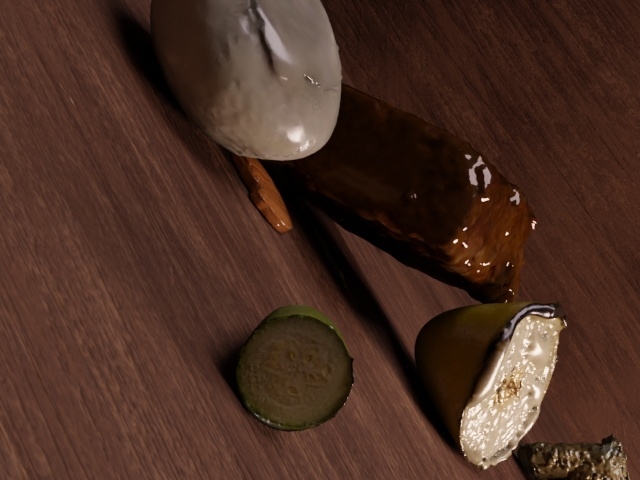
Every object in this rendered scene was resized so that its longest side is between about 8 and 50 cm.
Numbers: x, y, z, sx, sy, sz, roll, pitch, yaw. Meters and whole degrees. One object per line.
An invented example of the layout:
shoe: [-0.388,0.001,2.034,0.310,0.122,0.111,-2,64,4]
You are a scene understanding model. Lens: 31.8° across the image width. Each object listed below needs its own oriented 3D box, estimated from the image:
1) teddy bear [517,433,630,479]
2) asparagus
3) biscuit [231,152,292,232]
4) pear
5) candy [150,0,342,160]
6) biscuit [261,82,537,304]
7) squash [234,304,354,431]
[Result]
teddy bear: [0.500,0.466,2.109,0.267,0.156,0.256,39,-20,23]
asparagus: [0.000,0.000,1.549,0.166,0.013,0.016,62,0,23]
biscuit: [-0.070,-0.064,1.386,0.102,0.019,0.130,48,12,-48]
pear: [0.217,0.179,1.613,0.178,0.267,0.267,26,-9,32]
candy: [-0.087,-0.212,1.302,0.295,0.185,0.295,45,31,-37]
biscuit: [0.120,-0.069,1.571,0.342,0.166,0.395,27,-4,23]
squash: [-0.018,0.101,0.969,0.094,0.094,0.224,57,1,0]
